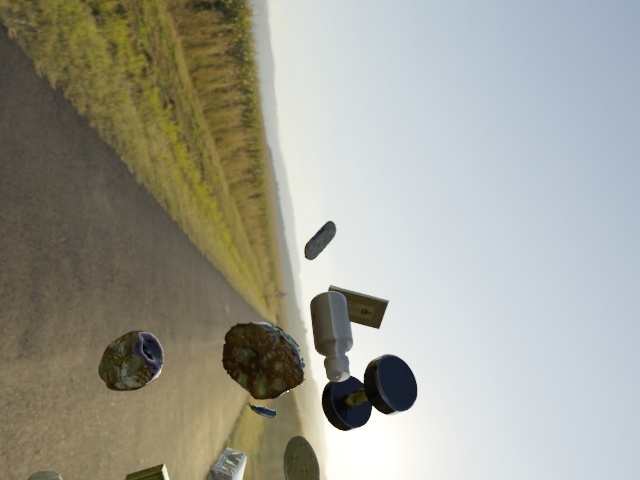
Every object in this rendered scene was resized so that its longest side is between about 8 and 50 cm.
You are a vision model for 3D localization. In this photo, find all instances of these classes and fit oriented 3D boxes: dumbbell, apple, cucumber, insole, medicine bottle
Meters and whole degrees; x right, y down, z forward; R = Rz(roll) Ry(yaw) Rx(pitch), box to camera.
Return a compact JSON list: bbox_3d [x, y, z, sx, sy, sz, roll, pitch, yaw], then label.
[{"bbox_3d":[0.169,0.549,1.902,0.322,0.204,0.203,-38,-127,42],"label":"dumbbell"},{"bbox_3d":[-0.517,0.335,1.456,0.156,0.158,0.147,62,12,14],"label":"apple"},{"bbox_3d":[-0.233,0.679,2.126,0.163,0.039,0.043,40,19,-51],"label":"cucumber"},{"bbox_3d":[-0.049,0.743,1.571,0.007,0.109,0.322,79,2,-59],"label":"insole"},{"bbox_3d":[0.035,0.271,1.500,0.114,0.114,0.252,88,-5,-48],"label":"medicine bottle"}]

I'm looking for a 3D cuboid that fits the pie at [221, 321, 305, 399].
[{"bbox_3d":[-0.225,0.468,2.091,0.355,0.288,0.103,40,16,5],"label":"pie"}]

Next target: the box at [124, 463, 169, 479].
[{"bbox_3d":[-0.602,0.932,1.904,0.064,0.141,0.219,-177,-109,-82],"label":"box"}]

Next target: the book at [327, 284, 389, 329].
[{"bbox_3d":[0.112,0.218,1.725,0.016,0.199,0.138,-72,175,-49],"label":"book"}]

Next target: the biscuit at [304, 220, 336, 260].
[{"bbox_3d":[0.000,0.000,1.592,0.018,0.147,0.071,22,-30,38],"label":"biscuit"}]

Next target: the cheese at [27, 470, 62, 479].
[{"bbox_3d":[-0.695,0.708,1.302,0.159,0.093,0.262,-26,-123,49],"label":"cheese"}]

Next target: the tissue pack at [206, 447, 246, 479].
[{"bbox_3d":[-0.314,0.789,1.738,0.196,0.092,0.148,14,90,-83],"label":"tissue pack"}]
